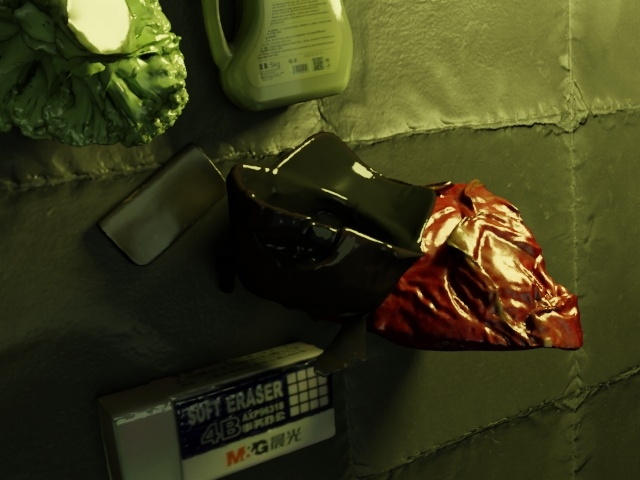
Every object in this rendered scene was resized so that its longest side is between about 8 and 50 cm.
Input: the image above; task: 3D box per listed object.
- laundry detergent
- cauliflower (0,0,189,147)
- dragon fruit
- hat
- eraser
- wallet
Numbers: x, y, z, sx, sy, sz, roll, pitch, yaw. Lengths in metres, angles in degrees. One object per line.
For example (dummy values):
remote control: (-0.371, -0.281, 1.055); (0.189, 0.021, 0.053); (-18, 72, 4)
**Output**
laundry detergent: (-0.058, -0.291, 0.837); (0.181, 0.091, 0.253); (-17, 107, -21)
cauliflower: (-0.251, -0.215, 0.645); (0.275, 0.250, 0.272); (-11, 106, -33)
dragon fruit: (0.210, 0.062, 0.958); (0.302, 0.330, 0.240); (-59, 142, -11)
hat: (0.001, 0.013, 0.864); (0.336, 0.238, 0.209); (-38, 154, -60)
eraser: (-0.123, 0.224, 0.887); (0.287, 0.086, 0.130); (-13, 105, -28)
wallet: (-0.186, -0.042, 0.845); (0.157, 0.018, 0.082); (-46, 117, -16)
